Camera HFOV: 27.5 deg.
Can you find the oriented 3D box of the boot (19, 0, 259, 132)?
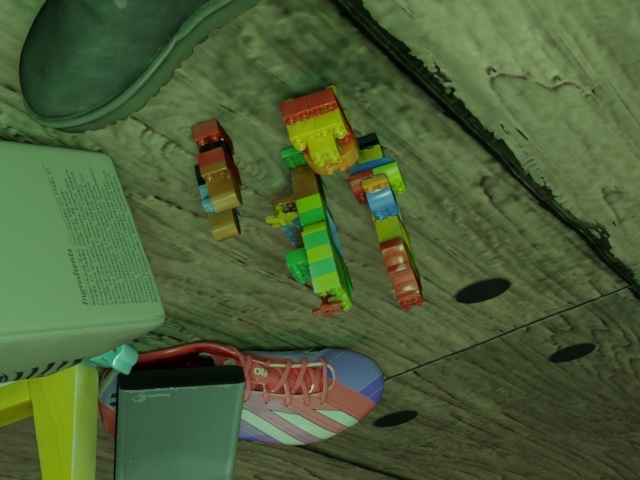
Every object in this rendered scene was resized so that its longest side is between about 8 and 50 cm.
[{"bbox_3d":[-0.125,-0.126,0.506,0.190,0.076,0.208,-37,152,30],"label":"boot"}]

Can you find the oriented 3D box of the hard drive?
[{"bbox_3d":[-0.111,0.150,1.009,0.094,0.022,0.135,-2,132,-13],"label":"hard drive"}]

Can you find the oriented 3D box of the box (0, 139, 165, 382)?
[{"bbox_3d":[-0.194,0.014,0.639,0.094,0.113,0.275,-24,169,22],"label":"box"}]

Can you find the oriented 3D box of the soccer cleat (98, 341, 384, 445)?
[{"bbox_3d":[-0.057,0.119,1.064,0.248,0.083,0.095,-2,148,-19],"label":"soccer cleat"}]

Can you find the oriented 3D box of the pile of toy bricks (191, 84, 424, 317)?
[{"bbox_3d":[0.000,0.000,0.801,0.118,0.105,0.212,-18,155,8],"label":"pile of toy bricks"}]

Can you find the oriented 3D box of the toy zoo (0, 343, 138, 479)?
[{"bbox_3d":[-0.248,0.114,0.808,0.293,0.192,0.030,-20,155,14],"label":"toy zoo"}]
